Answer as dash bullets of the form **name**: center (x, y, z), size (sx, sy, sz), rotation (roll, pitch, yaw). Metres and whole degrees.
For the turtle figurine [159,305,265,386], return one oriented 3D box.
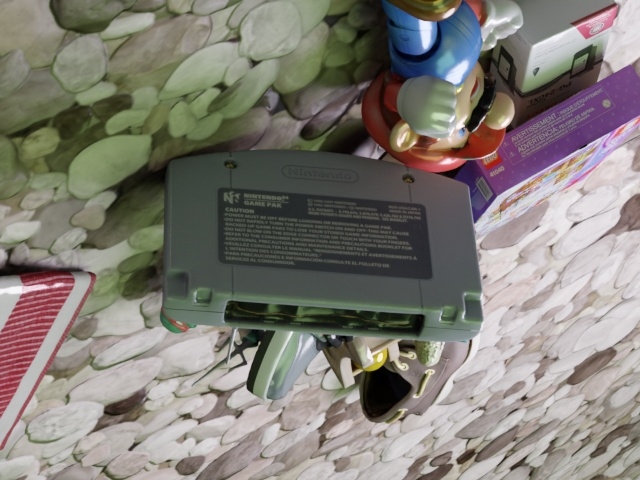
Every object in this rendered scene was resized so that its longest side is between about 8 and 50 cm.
- **turtle figurine**: center (-0.087, 0.035, 1.904), size (0.234, 0.118, 0.175), rotation (-51, 171, -4)

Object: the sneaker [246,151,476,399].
- **sneaker**: center (0.066, 0.072, 1.932), size (0.295, 0.178, 0.124), rotation (-57, 172, 3)

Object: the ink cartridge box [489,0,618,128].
- **ink cartridge box**: center (0.238, -0.198, 1.947), size (0.109, 0.063, 0.150), rotation (-26, 152, -17)

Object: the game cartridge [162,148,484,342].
- **game cartridge**: center (0.000, 0.000, 1.770), size (0.297, 0.198, 0.062), rotation (5, 133, -8)

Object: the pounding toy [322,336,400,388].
- **pounding toy**: center (0.072, 0.061, 2.087), size (0.155, 0.154, 0.269), rotation (-29, 154, -11)

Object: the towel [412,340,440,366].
- **towel**: center (0.118, 0.059, 2.104), size (0.027, 0.148, 0.110), rotation (0, 125, -6)

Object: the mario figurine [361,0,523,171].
- **mario figurine**: center (0.135, -0.172, 1.758), size (0.198, 0.170, 0.320), rotation (-31, 152, -12)

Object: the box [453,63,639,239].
- **box**: center (0.231, -0.080, 2.043), size (0.201, 0.057, 0.293), rotation (-29, 172, -13)

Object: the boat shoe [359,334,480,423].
- **boat shoe**: center (0.114, 0.132, 2.306), size (0.097, 0.116, 0.324), rotation (-28, 159, -21)

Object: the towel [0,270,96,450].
- **towel**: center (-0.367, 0.128, 1.752), size (0.329, 0.037, 0.237), rotation (-6, 133, -59)
